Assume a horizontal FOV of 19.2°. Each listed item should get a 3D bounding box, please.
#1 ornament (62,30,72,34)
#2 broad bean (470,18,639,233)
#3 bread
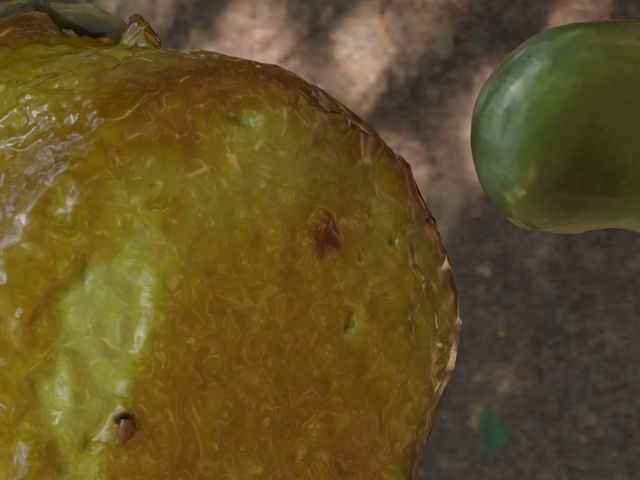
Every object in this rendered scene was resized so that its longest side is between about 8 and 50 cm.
[{"bbox_3d":[-0.282,-0.084,1.822,0.225,0.259,0.259,22,114,8],"label":"ornament"},{"bbox_3d":[0.228,-0.085,1.493,0.121,0.263,0.189,42,114,37],"label":"broad bean"},{"bbox_3d":[-0.082,0.067,0.906,0.204,0.337,0.358,0,67,40],"label":"bread"}]
